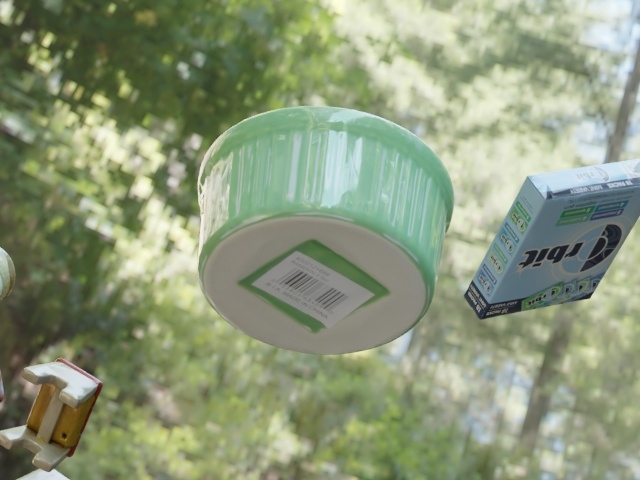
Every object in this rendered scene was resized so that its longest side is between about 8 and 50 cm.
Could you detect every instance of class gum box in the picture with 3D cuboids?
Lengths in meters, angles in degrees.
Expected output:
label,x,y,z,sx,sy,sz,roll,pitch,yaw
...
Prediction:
label,x,y,z,sx,sy,sz,roll,pitch,yaw
gum box,0.255,-0.001,1.880,0.157,0.041,0.184,-10,-40,-31

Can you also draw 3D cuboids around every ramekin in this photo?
label,x,y,z,sx,sy,sz,roll,pitch,yaw
ramekin,0.000,0.000,2.039,0.303,0.148,0.303,4,-39,3

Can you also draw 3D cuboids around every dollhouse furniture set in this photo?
label,x,y,z,sx,sy,sz,roll,pitch,yaw
dollhouse furniture set,-0.399,0.282,2.088,0.201,0.152,0.374,29,-75,15

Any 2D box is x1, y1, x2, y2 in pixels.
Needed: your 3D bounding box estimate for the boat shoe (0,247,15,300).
label,x,y,z,sx,sy,sz,roll,pitch,yaw
boat shoe,-0.511,0.005,2.141,0.285,0.089,0.104,21,-60,11
